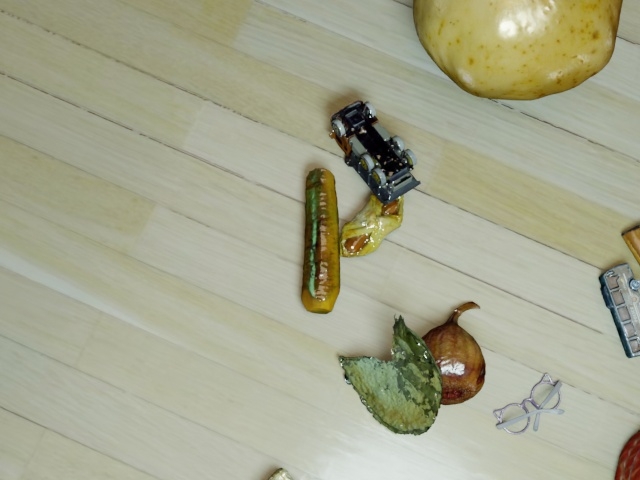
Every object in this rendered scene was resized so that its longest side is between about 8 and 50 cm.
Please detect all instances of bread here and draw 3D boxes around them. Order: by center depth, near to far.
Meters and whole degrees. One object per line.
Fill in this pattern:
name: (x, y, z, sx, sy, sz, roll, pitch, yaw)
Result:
bread: (-0.066, 0.436, 1.684, 0.076, 0.070, 0.083, 42, 83, 8)

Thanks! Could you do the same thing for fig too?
fig: (0.227, 0.177, 1.721, 0.133, 0.146, 0.201, 16, 64, -5)

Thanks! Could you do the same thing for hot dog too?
hot dog: (0.097, -0.032, 1.791, 0.078, 0.061, 0.169, 41, 80, 6)

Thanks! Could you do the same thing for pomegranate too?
pomegranate: (0.335, -0.432, 1.706, 0.409, 0.410, 0.410, 0, 78, -2)

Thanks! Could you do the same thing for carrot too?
carrot: (0.000, 0.000, 1.782, 0.070, 0.070, 0.260, 0, 76, -2)

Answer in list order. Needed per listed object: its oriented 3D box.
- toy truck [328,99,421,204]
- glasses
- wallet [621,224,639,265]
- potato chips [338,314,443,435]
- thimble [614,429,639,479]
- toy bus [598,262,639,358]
toy truck: (0.096, -0.157, 1.789, 0.083, 0.092, 0.192, -32, 68, -14)
glasses: (0.370, 0.287, 1.711, 0.140, 0.104, 0.063, -33, 83, -5)
wallet: (0.672, 0.016, 1.812, 0.195, 0.042, 0.161, -26, 76, -5)
potato chips: (0.126, 0.228, 1.675, 0.029, 0.220, 0.202, -26, 64, -41)
thimble: (0.676, 0.437, 1.627, 0.350, 0.230, 0.350, 0, 79, -1)
toy bus: (0.552, 0.126, 1.780, 0.065, 0.047, 0.166, -17, 80, -1)
